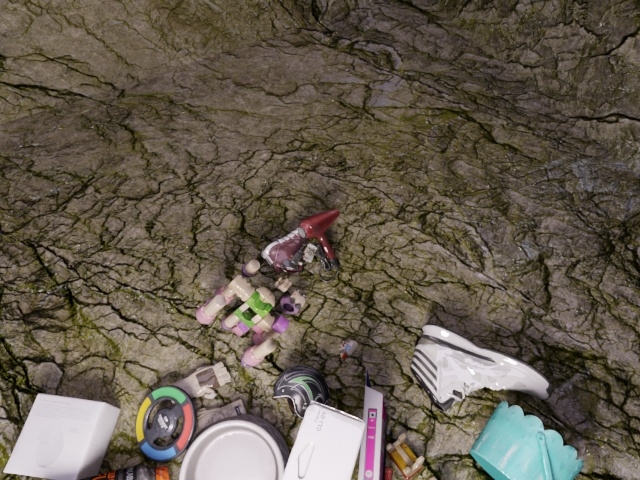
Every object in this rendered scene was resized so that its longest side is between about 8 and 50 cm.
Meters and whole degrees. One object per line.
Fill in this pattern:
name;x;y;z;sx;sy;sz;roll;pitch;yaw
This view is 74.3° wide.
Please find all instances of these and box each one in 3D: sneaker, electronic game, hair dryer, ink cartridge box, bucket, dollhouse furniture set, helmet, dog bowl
sneaker;0.516;0.485;1.422;0.447;0.169;0.257;21;70;21
electronic game;-0.501;0.587;1.362;0.229;0.048;0.229;-7;70;18
hair dryer;0.000;0.000;1.689;0.223;0.080;0.293;29;76;-32
ink cartridge box;0.158;0.590;1.250;0.069;0.175;0.371;-4;41;12
bucket;0.597;0.640;1.246;0.281;0.281;0.183;39;75;21
ink cartridge box;0.000;0.640;1.173;0.160;0.384;0.279;16;61;10
sneaker;-0.087;0.043;1.716;0.281;0.106;0.162;-32;80;-19
dollhouse furniture set;0.287;0.803;1.239;0.201;0.152;0.374;-29;46;-16
helmet;-0.067;0.493;1.394;0.169;0.169;0.161;-35;80;-19
dog bowl;-0.260;0.706;1.274;0.349;0.102;0.348;1;67;-3

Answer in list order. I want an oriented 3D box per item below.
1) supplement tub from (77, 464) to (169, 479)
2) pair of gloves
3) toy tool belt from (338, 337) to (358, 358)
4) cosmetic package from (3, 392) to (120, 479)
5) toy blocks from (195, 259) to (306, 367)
supplement tub;-0.597;0.760;1.175;0.338;0.207;0.207;-4;57;-24
pair of gloves;-0.380;0.546;1.430;0.204;0.042;0.240;-26;65;-19
toy tool belt;0.093;0.388;1.528;0.083;0.052;0.051;-38;35;-24
cosmetic package;-0.797;0.619;1.328;0.224;0.138;0.224;7;61;4
toy blocks;-0.270;0.268;1.521;0.288;0.260;0.309;44;38;-8
